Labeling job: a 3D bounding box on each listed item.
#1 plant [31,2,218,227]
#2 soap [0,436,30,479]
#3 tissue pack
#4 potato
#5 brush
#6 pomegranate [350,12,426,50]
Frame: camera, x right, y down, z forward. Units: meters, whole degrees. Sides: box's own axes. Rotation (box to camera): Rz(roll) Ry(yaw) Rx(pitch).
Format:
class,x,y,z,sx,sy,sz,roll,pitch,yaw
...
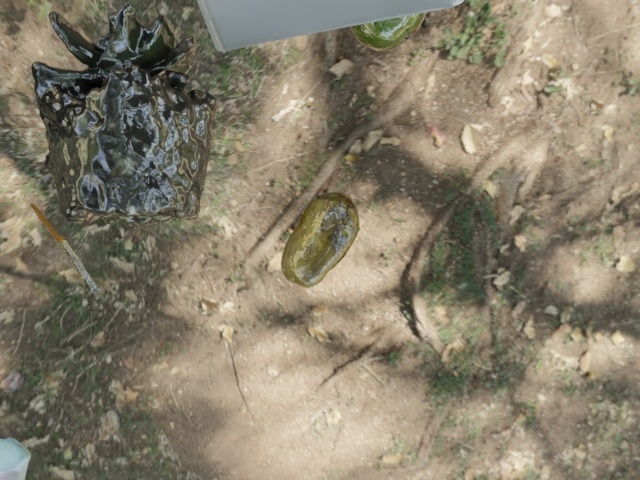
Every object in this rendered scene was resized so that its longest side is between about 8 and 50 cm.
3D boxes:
class,x,y,z,sx,sy,sz,roll,pitch,yaw
plant,-0.236,-0.155,0.797,0.199,0.188,0.276,4,78,-52
soap,-0.536,0.331,0.900,0.208,0.347,0.115,35,51,-3
tissue pack,0.004,-0.290,0.598,0.246,0.159,0.136,-7,130,13
potato,0.000,0.000,0.502,0.040,0.051,0.083,26,101,-35
brush,-0.478,-0.002,1.164,0.017,0.314,0.090,-34,131,-21
pomegranate,0.128,-0.514,1.377,0.210,0.179,0.179,35,88,-21
